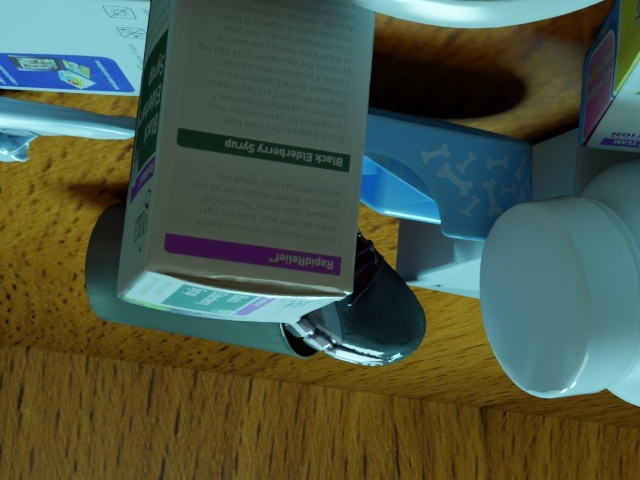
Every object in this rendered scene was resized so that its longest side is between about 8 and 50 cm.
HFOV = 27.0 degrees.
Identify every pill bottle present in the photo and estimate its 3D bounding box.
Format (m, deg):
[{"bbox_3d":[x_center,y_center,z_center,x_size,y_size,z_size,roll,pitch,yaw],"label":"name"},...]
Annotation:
[{"bbox_3d":[0.280,0.024,0.935,0.319,0.176,0.176,-6,173,-25],"label":"pill bottle"}]

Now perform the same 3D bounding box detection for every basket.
[{"bbox_3d":[-0.115,0.033,1.385,0.227,0.154,0.204,6,171,17],"label":"basket"}]

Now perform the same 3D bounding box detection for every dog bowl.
[{"bbox_3d":[0.021,-0.062,0.975,0.297,0.074,0.166,10,-172,-15],"label":"dog bowl"}]

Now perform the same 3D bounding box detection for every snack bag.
[{"bbox_3d":[-0.347,-0.090,0.994,0.343,0.037,0.323,3,180,41],"label":"snack bag"}]

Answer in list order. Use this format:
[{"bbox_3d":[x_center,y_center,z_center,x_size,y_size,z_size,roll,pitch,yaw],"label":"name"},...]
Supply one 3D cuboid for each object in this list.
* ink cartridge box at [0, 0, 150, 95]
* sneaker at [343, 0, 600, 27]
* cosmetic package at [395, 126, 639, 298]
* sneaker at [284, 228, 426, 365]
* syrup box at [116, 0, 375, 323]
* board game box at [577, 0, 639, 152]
[{"bbox_3d":[-0.221,-0.147,0.834,0.333,0.065,0.165,3,167,7],"label":"ink cartridge box"},{"bbox_3d":[0.038,-0.171,0.522,0.293,0.108,0.169,-1,160,-15],"label":"sneaker"},{"bbox_3d":[0.299,0.010,1.204,0.377,0.097,0.284,12,164,-24],"label":"cosmetic package"},{"bbox_3d":[0.000,0.000,1.140,0.281,0.106,0.162,35,150,-12],"label":"sneaker"},{"bbox_3d":[-0.032,-0.085,0.630,0.096,0.236,0.093,9,167,-14],"label":"syrup box"},{"bbox_3d":[0.290,-0.115,0.739,0.242,0.064,0.316,6,167,1],"label":"board game box"}]
